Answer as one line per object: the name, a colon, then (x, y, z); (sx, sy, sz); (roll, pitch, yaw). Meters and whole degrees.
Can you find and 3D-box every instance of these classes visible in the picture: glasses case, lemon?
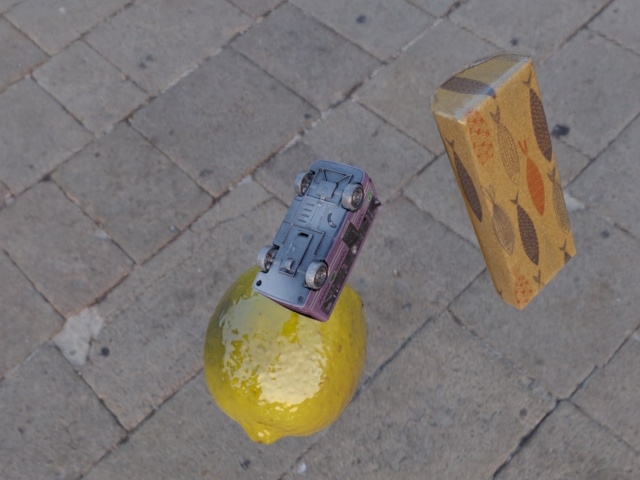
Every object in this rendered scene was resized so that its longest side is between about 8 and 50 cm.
glasses case: (0.120, -0.035, 0.468); (0.065, 0.170, 0.041); (-42, 40, -15)
lemon: (-0.051, 0.157, 1.113); (0.254, 0.253, 0.310); (13, 77, 14)

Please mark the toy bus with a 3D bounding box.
toy bus: (0.000, 0.000, 0.851); (0.087, 0.098, 0.178); (17, 76, 33)
